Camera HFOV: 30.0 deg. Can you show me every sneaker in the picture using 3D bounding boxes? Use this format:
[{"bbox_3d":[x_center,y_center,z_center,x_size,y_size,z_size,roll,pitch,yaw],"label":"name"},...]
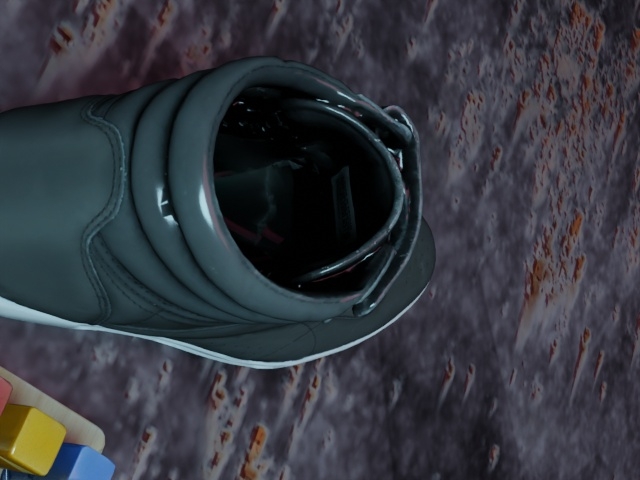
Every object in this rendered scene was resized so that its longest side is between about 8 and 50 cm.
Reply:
[{"bbox_3d":[0.000,0.000,0.488,0.296,0.147,0.104,10,80,-52],"label":"sneaker"}]

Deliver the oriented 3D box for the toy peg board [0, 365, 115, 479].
[{"bbox_3d":[-0.134,0.104,0.375,0.160,0.079,0.161,43,58,-41],"label":"toy peg board"}]
